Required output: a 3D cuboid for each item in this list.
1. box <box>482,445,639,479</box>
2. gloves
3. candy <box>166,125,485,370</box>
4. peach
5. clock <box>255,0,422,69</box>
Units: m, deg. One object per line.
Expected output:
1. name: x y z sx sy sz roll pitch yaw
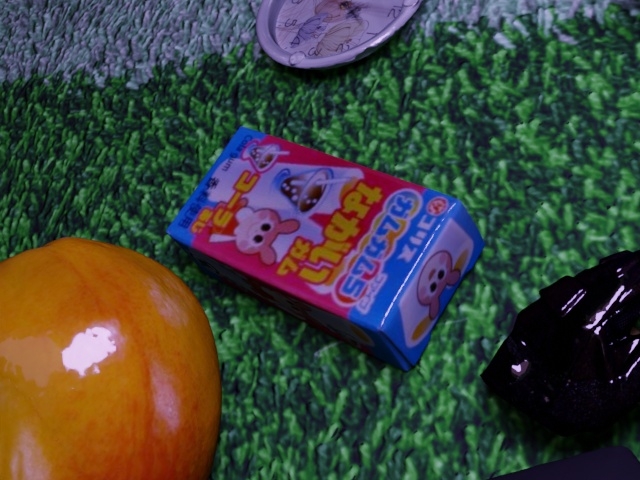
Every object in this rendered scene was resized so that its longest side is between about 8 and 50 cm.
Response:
1. box: 0.135 0.303 0.714 0.288 0.073 0.290 -20 32 15
2. gloves: 0.244 0.071 0.821 0.203 0.124 0.164 -57 26 4
3. candy: 0.000 -0.001 1.012 0.305 0.100 0.157 23 72 35
4. peach: -0.220 0.162 0.914 0.289 0.289 0.308 -39 78 -1
5. clock: 0.031 -0.296 1.216 0.236 0.053 0.237 -13 53 18
